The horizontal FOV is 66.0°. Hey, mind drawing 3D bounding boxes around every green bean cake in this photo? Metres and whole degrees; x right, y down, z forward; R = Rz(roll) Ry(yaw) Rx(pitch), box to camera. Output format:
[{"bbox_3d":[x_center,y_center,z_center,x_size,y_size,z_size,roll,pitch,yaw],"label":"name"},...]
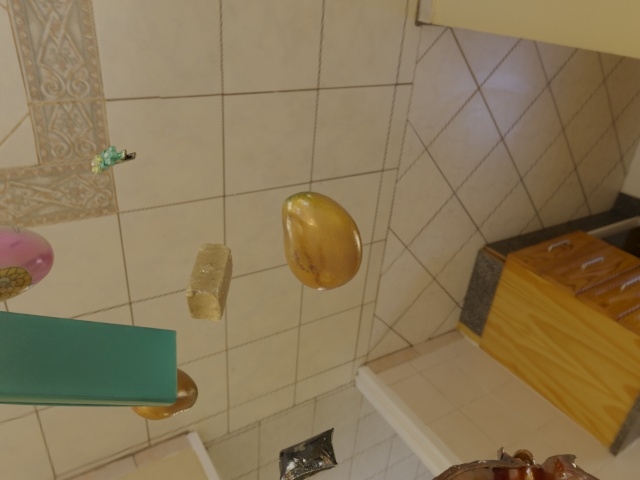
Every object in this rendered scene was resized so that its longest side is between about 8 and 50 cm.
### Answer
[{"bbox_3d":[-0.273,0.102,1.227,0.085,0.179,0.109,4,130,0],"label":"green bean cake"}]

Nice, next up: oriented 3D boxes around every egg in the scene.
[{"bbox_3d":[-0.756,0.048,1.116,0.271,0.196,0.196,-28,131,-40],"label":"egg"}]

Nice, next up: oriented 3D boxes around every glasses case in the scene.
[{"bbox_3d":[-0.353,0.171,0.676,0.301,0.117,0.070,16,134,-33],"label":"glasses case"}]

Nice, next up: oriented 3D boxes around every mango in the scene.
[{"bbox_3d":[-0.441,0.423,1.390,0.120,0.151,0.221,-42,162,16],"label":"mango"},{"bbox_3d":[0.000,0.000,1.583,0.221,0.264,0.377,-64,146,-40],"label":"mango"}]

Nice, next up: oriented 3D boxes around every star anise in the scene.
[{"bbox_3d":[0.165,0.230,0.372,0.158,0.141,0.144,14,68,-51],"label":"star anise"}]

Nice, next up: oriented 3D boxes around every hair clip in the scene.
[{"bbox_3d":[-0.477,-0.182,1.109,0.049,0.173,0.049,12,74,-47],"label":"hair clip"}]

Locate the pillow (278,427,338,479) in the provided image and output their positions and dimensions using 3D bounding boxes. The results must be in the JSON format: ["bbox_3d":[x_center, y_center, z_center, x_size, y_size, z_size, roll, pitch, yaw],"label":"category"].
[{"bbox_3d":[-0.031,0.466,1.055,0.150,0.090,0.048,-29,134,13],"label":"pillow"}]
